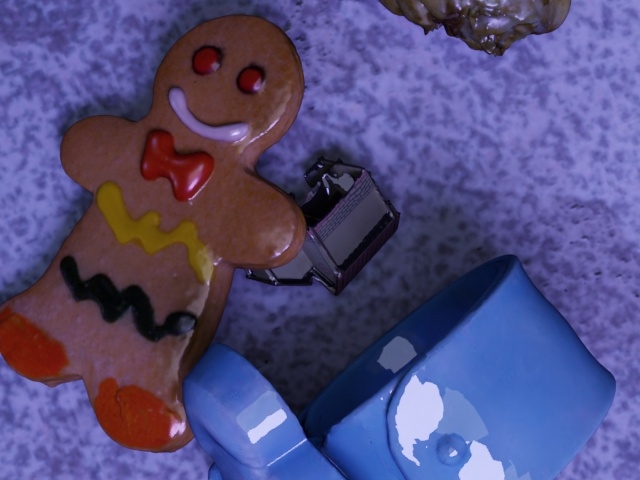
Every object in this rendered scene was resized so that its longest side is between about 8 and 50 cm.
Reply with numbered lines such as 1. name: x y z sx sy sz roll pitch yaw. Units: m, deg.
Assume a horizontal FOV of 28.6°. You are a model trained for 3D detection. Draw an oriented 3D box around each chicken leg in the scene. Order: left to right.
1. chicken leg: 0.050 -0.197 0.729 0.103 0.088 0.227 -43 91 10

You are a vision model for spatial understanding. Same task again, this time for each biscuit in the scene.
1. biscuit: -0.090 -0.017 0.712 0.165 0.036 0.250 27 89 23

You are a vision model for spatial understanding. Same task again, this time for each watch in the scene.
1. watch: 0.050 0.100 0.671 0.193 0.211 0.211 -40 88 -17

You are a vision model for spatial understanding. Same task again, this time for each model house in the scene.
1. model house: 0.000 0.000 0.736 0.083 0.057 0.058 -49 126 -20
